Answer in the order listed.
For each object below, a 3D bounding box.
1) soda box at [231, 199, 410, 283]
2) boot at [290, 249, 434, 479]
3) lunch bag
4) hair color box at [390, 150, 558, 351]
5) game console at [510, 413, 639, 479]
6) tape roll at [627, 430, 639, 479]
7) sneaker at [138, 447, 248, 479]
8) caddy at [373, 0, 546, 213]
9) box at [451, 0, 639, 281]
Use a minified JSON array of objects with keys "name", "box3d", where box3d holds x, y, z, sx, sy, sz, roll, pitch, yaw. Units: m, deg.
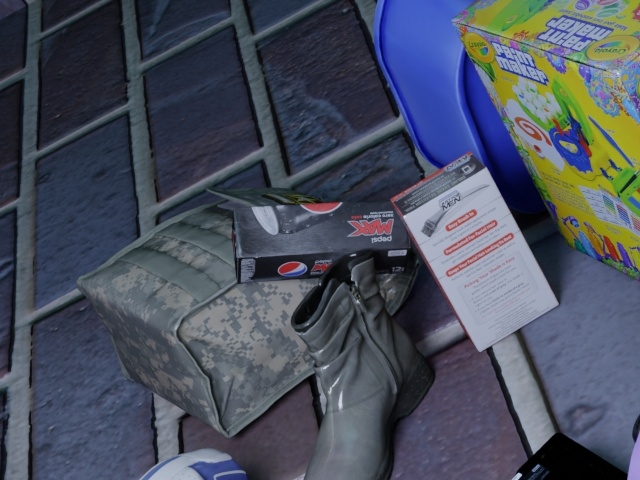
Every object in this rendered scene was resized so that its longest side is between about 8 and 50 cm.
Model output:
[{"name":"soda box","box3d":[0.000,0.000,1.916,0.169,0.053,0.060,-3,61,-6]},{"name":"boot","box3d":[0.011,0.131,1.824,0.083,0.161,0.246,-11,32,34]},{"name":"lunch bag","box3d":[-0.067,0.043,2.063,0.287,0.169,0.235,-34,28,-21]},{"name":"hair color box","box3d":[0.147,0.011,1.888,0.093,0.167,0.053,-31,26,-1]},{"name":"game console","box3d":[0.287,0.164,1.572,0.361,0.044,0.213,-44,28,-8]},{"name":"tape roll","box3d":[0.315,0.171,1.408,0.189,0.189,0.080,-39,27,-17]},{"name":"sneaker","box3d":[-0.124,0.313,1.706,0.182,0.127,0.315,21,28,22]},{"name":"caddy","box3d":[0.192,-0.196,2.044,0.241,0.341,0.179,-38,44,-13]},{"name":"box","box3d":[0.308,-0.114,1.817,0.177,0.279,0.290,-37,27,-12]}]
